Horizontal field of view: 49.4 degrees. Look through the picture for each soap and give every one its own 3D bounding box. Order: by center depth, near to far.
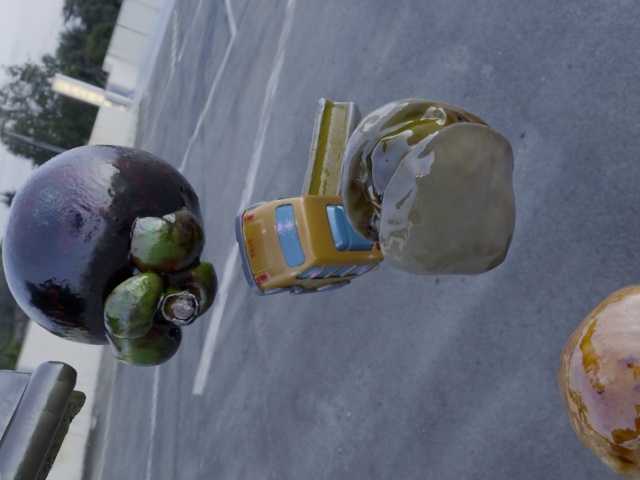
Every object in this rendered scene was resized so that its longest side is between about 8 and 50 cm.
[{"bbox_3d":[0.015,-0.102,1.143,0.140,0.073,0.232,27,-107,-80],"label":"soap"}]

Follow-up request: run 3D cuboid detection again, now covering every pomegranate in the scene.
[{"bbox_3d":[0.402,0.165,0.820,0.248,0.248,0.248,-163,90,-71],"label":"pomegranate"}]

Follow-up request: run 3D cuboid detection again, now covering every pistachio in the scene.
[{"bbox_3d":[0.071,-0.031,0.437,0.149,0.113,0.113,49,-131,-63],"label":"pistachio"}]

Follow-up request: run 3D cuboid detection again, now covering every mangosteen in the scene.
[{"bbox_3d":[-0.287,0.013,0.973,0.311,0.311,0.311,-163,90,-71],"label":"mangosteen"}]

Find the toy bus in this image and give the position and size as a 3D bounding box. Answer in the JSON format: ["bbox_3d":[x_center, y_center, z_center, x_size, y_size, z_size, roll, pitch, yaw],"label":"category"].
[{"bbox_3d":[0.000,0.000,0.952,0.136,0.209,0.126,-22,76,38],"label":"toy bus"}]

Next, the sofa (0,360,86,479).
[{"bbox_3d":[-0.435,0.216,0.828,0.182,0.258,0.200,91,-172,-45],"label":"sofa"}]
